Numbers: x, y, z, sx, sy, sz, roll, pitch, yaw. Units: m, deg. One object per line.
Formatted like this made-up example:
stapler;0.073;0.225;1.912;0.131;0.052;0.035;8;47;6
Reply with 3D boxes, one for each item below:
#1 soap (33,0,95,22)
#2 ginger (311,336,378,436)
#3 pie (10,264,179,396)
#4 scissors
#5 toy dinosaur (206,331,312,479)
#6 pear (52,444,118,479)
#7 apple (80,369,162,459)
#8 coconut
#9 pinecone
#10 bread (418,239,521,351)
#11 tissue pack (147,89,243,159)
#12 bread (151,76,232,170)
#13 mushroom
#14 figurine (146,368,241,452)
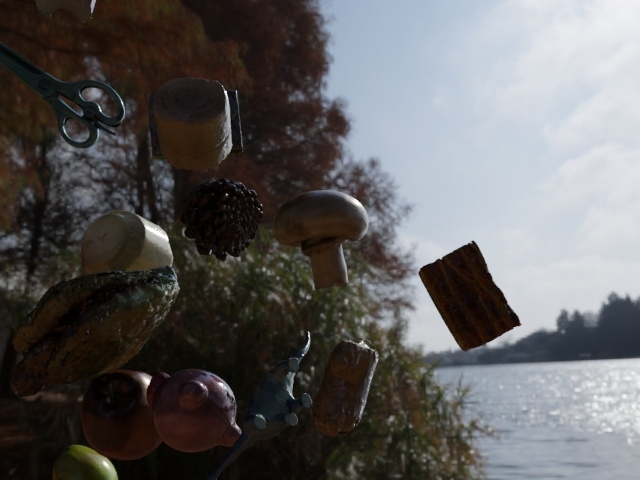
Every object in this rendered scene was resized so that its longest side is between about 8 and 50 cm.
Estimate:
soap;-0.607;-0.698;1.731;0.159;0.302;0.258;14;-1;-1
ginger;0.060;0.361;1.854;0.130;0.275;0.221;14;-35;10
pie;-0.520;0.196;1.796;0.395;0.180;0.418;-45;-15;22
scissors;-0.679;-0.388;1.857;0.393;0.180;0.032;37;-6;-8
toy dinosaur;-0.074;0.267;1.192;0.076;0.329;0.144;39;-28;-11
pear;-0.687;0.689;2.130;0.188;0.219;0.187;-32;-21;-14
apple;-0.483;0.428;1.822;0.230;0.229;0.230;-2;-10;0
coconut;-0.559;0.044;2.158;0.238;0.237;0.266;-8;-29;27
pinecone;-0.268;-0.061;1.941;0.222;0.221;0.221;-2;-10;0
bread;0.422;0.162;2.097;0.185;0.274;0.114;-27;-9;-4
tissue pack;-0.328;-0.303;1.922;0.236;0.173;0.073;-3;-9;-11
bread;-0.253;-0.232;1.469;0.148;0.133;0.141;-6;-36;-8
mushroom;0.000;0.000;2.190;0.293;0.289;0.292;-5;-5;0
figurine;-0.248;0.337;1.460;0.173;0.173;0.173;-2;-10;0
